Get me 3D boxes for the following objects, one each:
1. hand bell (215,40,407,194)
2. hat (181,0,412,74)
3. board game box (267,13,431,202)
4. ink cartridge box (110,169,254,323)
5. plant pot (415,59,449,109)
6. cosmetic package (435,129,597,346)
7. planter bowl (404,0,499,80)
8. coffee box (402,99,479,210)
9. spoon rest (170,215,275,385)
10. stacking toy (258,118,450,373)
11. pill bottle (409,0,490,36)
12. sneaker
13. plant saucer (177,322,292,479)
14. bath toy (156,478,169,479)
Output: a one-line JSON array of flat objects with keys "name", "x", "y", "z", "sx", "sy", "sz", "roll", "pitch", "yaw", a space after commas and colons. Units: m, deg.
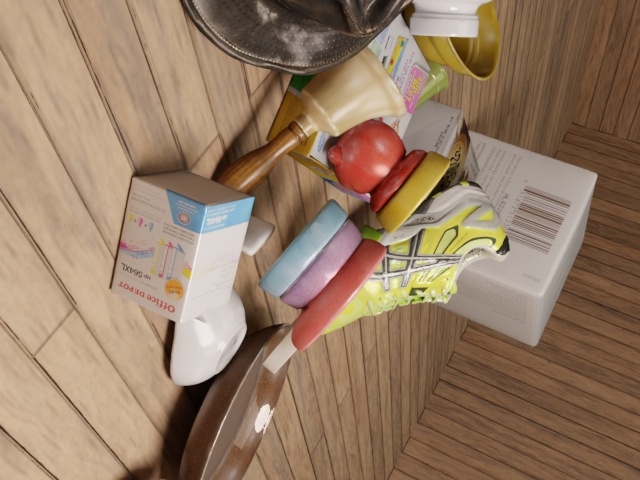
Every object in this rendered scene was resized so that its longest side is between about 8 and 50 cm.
[{"name": "hand bell", "x": -0.034, "y": -0.119, "z": 0.881, "sx": 0.242, "sy": 0.126, "sz": 0.126, "roll": -39, "pitch": 156, "yaw": -1}, {"name": "hat", "x": 0.029, "y": -0.273, "z": 0.664, "sx": 0.331, "sy": 0.134, "sz": 0.331, "roll": -19, "pitch": 136, "yaw": -19}, {"name": "board game box", "x": 0.055, "y": -0.199, "z": 1.093, "sx": 0.242, "sy": 0.064, "sz": 0.316, "roll": -67, "pitch": 159, "yaw": -1}, {"name": "ink cartridge box", "x": -0.142, "y": 0.012, "z": 0.784, "sx": 0.090, "sy": 0.092, "sz": 0.143, "roll": -20, "pitch": 128, "yaw": -63}, {"name": "plant pot", "x": 0.157, "y": -0.256, "z": 1.284, "sx": 0.079, "sy": 0.083, "sz": 0.083, "roll": -47, "pitch": 154, "yaw": -15}, {"name": "cosmetic package", "x": 0.441, "y": 0.005, "z": 1.873, "sx": 0.329, "sy": 0.327, "sz": 0.393, "roll": -61, "pitch": 157, "yaw": -16}, {"name": "planter bowl", "x": 0.193, "y": -0.345, "z": 1.198, "sx": 0.217, "sy": 0.090, "sz": 0.217, "roll": 18, "pitch": 68, "yaw": -51}, {"name": "coffee box", "x": 0.199, "y": -0.128, "z": 1.438, "sx": 0.168, "sy": 0.119, "sz": 0.297, "roll": -64, "pitch": 158, "yaw": -7}, {"name": "spoon rest", "x": -0.128, "y": 0.071, "z": 0.923, "sx": 0.137, "sy": 0.084, "sz": 0.276, "roll": -49, "pitch": 166, "yaw": -46}, {"name": "stacking toy", "x": 0.000, "y": 0.000, "z": 0.975, "sx": 0.309, "sy": 0.130, "sz": 0.279, "roll": -51, "pitch": -179, "yaw": -41}, {"name": "pill bottle", "x": 0.171, "y": -0.401, "z": 0.998, "sx": 0.146, "sy": 0.146, "sz": 0.264, "roll": -27, "pitch": 124, "yaw": -60}, {"name": "sneaker", "x": 0.144, "y": 0.052, "z": 1.292, "sx": 0.385, "sy": 0.147, "sz": 0.145, "roll": -34, "pitch": 158, "yaw": -1}, {"name": "plant saucer", "x": -0.122, "y": 0.253, "z": 1.084, "sx": 0.310, "sy": 0.050, "sz": 0.310, "roll": 21, "pitch": 90, "yaw": -80}, {"name": "bath toy", "x": -0.247, "y": 0.459, "z": 0.944, "sx": 0.129, "sy": 0.151, "sz": 0.348, "roll": 7, "pitch": 108, "yaw": -32}]
